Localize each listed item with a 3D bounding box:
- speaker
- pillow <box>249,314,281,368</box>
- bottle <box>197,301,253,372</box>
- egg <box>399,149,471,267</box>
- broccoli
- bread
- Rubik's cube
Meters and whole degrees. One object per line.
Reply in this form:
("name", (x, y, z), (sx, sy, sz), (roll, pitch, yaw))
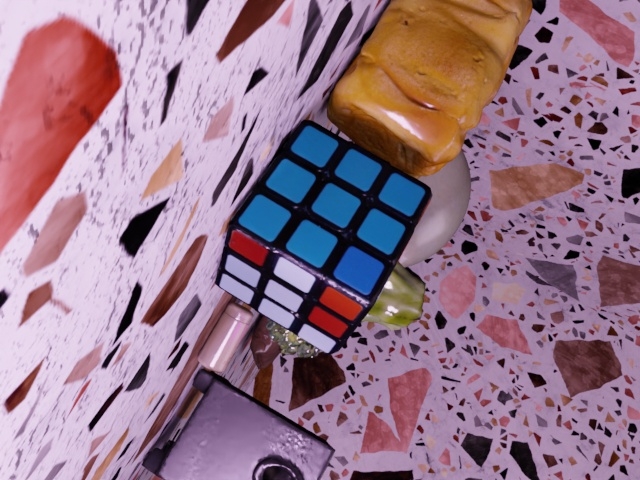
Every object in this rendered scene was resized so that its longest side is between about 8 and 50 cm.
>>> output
("speaker", (-0.130, 0.354, 1.192), (0.184, 0.254, 0.232), (-59, 177, -12))
("pillow", (-0.097, 0.189, 1.698), (0.236, 0.084, 0.223), (-62, 177, -21))
("bottle", (-0.133, 0.137, 1.020), (0.096, 0.045, 0.045), (-60, 177, 1))
("egg", (0.186, -0.108, 1.553), (0.336, 0.278, 0.278), (-47, 170, -36))
("broccoli", (0.042, 0.048, 1.129), (0.288, 0.246, 0.248), (-55, -172, 28))
("bread", (0.142, -0.221, 0.874), (0.294, 0.167, 0.132), (-57, 176, -24))
("Rubik's cube", (0.000, 0.000, 0.771), (0.160, 0.162, 0.163), (-58, 178, -29))
